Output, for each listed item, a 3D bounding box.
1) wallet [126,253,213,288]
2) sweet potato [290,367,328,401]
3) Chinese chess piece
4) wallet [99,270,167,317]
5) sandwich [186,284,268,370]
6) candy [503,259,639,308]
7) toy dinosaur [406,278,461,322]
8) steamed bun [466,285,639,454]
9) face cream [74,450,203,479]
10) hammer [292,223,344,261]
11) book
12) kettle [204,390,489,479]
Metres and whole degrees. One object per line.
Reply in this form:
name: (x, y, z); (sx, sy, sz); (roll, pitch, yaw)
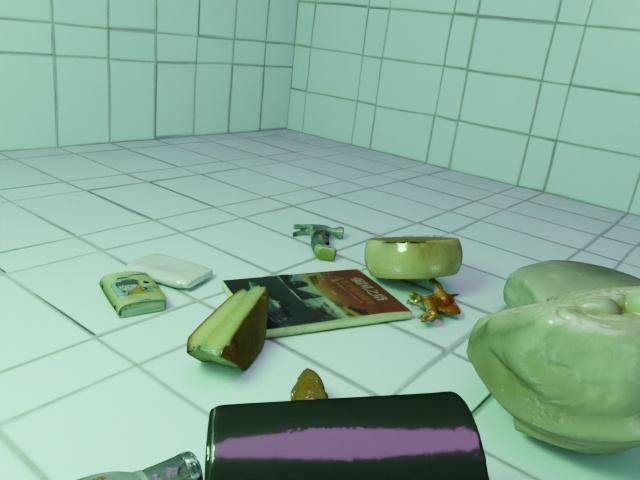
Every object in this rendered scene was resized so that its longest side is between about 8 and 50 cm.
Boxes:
wallet: (-0.362, 0.074, 1.393); (0.182, 0.032, 0.124); (12, 20, 20)
sweet potato: (-0.015, 0.274, 0.921); (0.068, 0.060, 0.206); (-31, 23, 5)
Chinese chess piece: (0.238, 0.041, 1.493); (0.250, 0.097, 0.251); (-2, 3, 0)
wallet: (-0.406, 0.111, 1.260); (0.110, 0.039, 0.155); (-8, 25, -33)
sandwich: (-0.165, 0.173, 1.090); (0.094, 0.096, 0.258); (5, 20, 15)
candy: (0.637, 0.157, 1.293); (0.426, 0.186, 0.386); (14, 16, 7)
toy dinosaur: (0.289, 0.143, 1.381); (0.212, 0.057, 0.142); (-3, 23, -27)
steamed bun: (0.437, 0.213, 0.951); (0.342, 0.255, 0.368); (-12, -9, -1)
face cream: (-0.273, 0.315, 0.659); (0.291, 0.071, 0.144); (-10, 3, -42)
hammer: (0.000, 0.000, 1.704); (0.158, 0.041, 0.226); (4, 20, -6)
book: (-0.013, 0.135, 1.347); (0.373, 0.028, 0.262); (-4, 21, -27)
kettle: (0.022, 0.308, 0.670); (0.308, 0.203, 0.262); (1, 46, -8)
